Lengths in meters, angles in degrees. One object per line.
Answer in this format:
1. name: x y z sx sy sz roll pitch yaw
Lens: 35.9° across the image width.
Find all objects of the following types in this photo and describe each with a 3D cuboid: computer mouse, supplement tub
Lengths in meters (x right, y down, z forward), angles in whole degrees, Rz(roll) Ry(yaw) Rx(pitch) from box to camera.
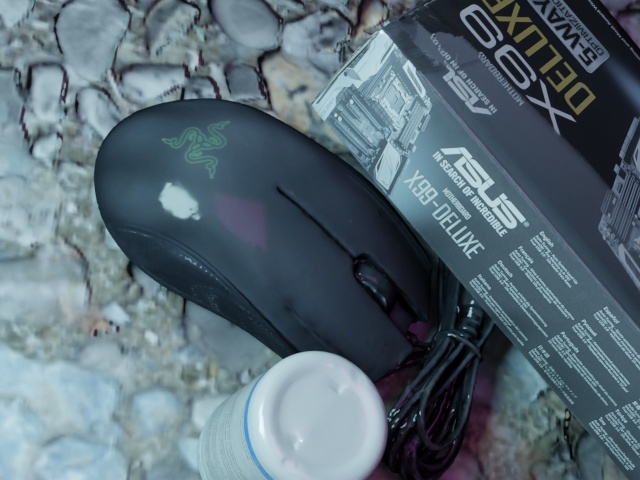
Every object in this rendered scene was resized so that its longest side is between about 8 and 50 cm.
1. computer mouse: 0.000 0.000 0.575 0.272 0.072 0.188 31 61 -10
2. supplement tub: -0.017 0.102 0.506 0.071 0.107 0.071 9 67 -21

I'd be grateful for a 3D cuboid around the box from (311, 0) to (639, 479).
1. box: 0.171 -0.031 0.624 0.307 0.076 0.242 50 42 2
